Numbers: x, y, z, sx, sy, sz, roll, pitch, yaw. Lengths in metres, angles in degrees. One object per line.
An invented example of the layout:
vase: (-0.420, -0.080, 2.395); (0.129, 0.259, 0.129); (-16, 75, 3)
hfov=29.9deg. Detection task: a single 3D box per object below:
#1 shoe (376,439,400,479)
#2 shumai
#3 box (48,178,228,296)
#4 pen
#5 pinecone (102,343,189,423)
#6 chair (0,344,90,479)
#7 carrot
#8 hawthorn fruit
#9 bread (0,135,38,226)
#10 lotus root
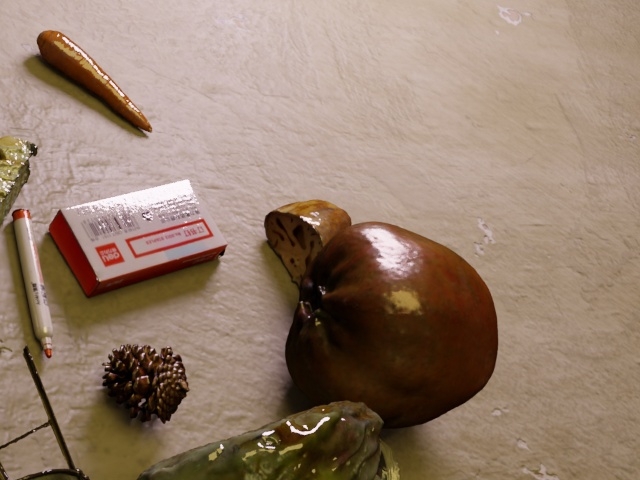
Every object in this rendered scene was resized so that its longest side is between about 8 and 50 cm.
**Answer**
shoe: (0.045, 0.329, 1.538); (0.099, 0.071, 0.169); (13, 53, -20)
shumai: (-0.045, 0.340, 1.354); (0.309, 0.304, 0.263); (-18, 79, -12)
box: (-0.242, -0.008, 1.634); (0.229, 0.050, 0.123); (-18, 69, -41)
pen: (-0.364, 0.054, 1.523); (0.026, 0.026, 0.218); (2, 55, -32)
pinecone: (-0.215, 0.169, 1.478); (0.109, 0.102, 0.102); (35, 43, 10)
chair: (-0.312, 0.278, 1.259); (0.170, 0.160, 0.326); (1, 50, -55)
carrot: (-0.329, -0.233, 1.768); (0.216, 0.048, 0.048); (40, 44, -6)
hawthorn fruit: (0.111, 0.121, 1.605); (0.300, 0.268, 0.268); (15, 49, -29)
bread: (-0.440, -0.077, 1.536); (0.110, 0.103, 0.156); (21, 41, -2)
lotus root: (0.000, 0.000, 1.757); (0.159, 0.095, 0.135); (50, 41, 3)
